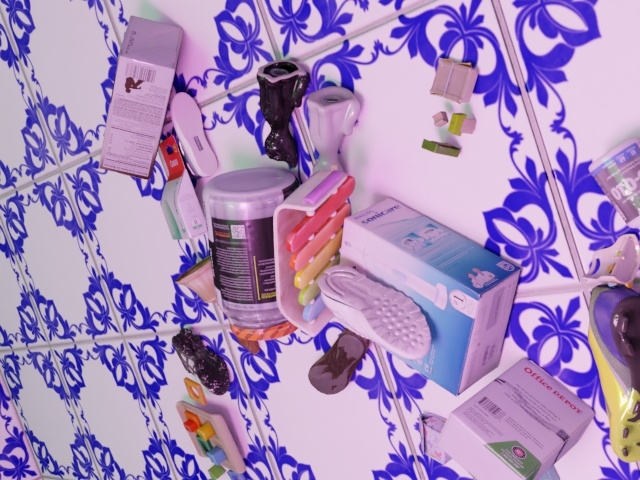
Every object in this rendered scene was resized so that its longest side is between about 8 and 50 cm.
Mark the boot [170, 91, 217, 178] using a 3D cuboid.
[{"bbox_3d":[-0.292,-0.222,1.946,0.086,0.069,0.189,-6,105,54],"label":"boot"}]

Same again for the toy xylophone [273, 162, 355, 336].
[{"bbox_3d":[0.000,0.000,1.594,0.081,0.236,0.322,22,143,24],"label":"toy xylophone"}]

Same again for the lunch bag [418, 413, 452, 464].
[{"bbox_3d":[0.217,0.374,1.702,0.083,0.053,0.071,23,123,50],"label":"lunch bag"}]

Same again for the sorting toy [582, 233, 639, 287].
[{"bbox_3d":[0.421,0.036,1.310,0.075,0.083,0.045,-4,135,52],"label":"sorting toy"}]

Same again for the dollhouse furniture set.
[{"bbox_3d":[0.215,-0.212,1.442,0.076,0.059,0.151,28,108,45],"label":"dollhouse furniture set"}]

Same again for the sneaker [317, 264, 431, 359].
[{"bbox_3d":[0.094,0.132,1.513,0.235,0.090,0.094,37,148,34],"label":"sneaker"}]

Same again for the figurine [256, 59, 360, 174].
[{"bbox_3d":[-0.026,-0.201,1.670,0.215,0.092,0.209,33,138,32],"label":"figurine"}]

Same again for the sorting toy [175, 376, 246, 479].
[{"bbox_3d":[-0.288,0.501,2.266,0.196,0.047,0.347,3,120,50],"label":"sorting toy"}]

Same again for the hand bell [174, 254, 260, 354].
[{"bbox_3d":[-0.210,0.156,2.041,0.126,0.126,0.242,-23,104,50],"label":"hand bell"}]

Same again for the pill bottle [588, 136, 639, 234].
[{"bbox_3d":[0.437,-0.066,1.229,0.137,0.078,0.078,57,139,10],"label":"pill bottle"}]

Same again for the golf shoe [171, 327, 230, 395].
[{"bbox_3d":[-0.290,0.307,2.212,0.198,0.077,0.094,51,155,20],"label":"golf shoe"}]

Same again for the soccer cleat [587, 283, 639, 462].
[{"bbox_3d":[0.458,0.197,1.350,0.121,0.094,0.289,-131,27,-66],"label":"soccer cleat"}]

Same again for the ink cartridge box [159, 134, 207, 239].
[{"bbox_3d":[-0.328,-0.113,2.009,0.224,0.056,0.181,69,160,-7],"label":"ink cartridge box"}]

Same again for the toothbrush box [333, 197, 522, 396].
[{"bbox_3d":[0.174,0.092,1.552,0.296,0.126,0.216,30,129,34],"label":"toothbrush box"}]

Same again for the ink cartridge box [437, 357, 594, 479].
[{"bbox_3d":[0.315,0.302,1.441,0.153,0.208,0.086,40,137,28],"label":"ink cartridge box"}]

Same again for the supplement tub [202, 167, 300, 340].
[{"bbox_3d":[-0.124,0.027,1.791,0.194,0.194,0.315,16,118,42],"label":"supplement tub"}]

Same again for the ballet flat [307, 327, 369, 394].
[{"bbox_3d":[0.042,0.240,1.831,0.084,0.058,0.250,33,140,4],"label":"ballet flat"}]

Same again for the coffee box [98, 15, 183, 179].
[{"bbox_3d":[-0.383,-0.299,1.912,0.168,0.119,0.297,-91,17,-47],"label":"coffee box"}]

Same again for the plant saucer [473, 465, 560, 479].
[{"bbox_3d":[0.339,0.412,1.615,0.192,0.018,0.067,-26,88,51],"label":"plant saucer"}]
